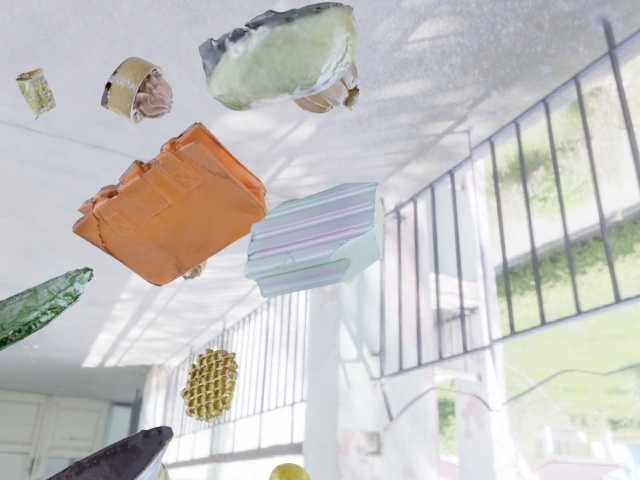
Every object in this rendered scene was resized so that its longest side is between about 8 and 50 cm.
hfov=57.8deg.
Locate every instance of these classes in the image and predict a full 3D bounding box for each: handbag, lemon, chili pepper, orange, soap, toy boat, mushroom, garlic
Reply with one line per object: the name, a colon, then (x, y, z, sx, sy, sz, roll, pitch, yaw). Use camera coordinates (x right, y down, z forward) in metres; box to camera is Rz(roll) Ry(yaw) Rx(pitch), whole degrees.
handbag: (-0.356, -0.074, 1.410, 0.410, 0.116, 0.303, -30, 128, 19)
lemon: (-0.077, 0.636, 1.505, 0.133, 0.109, 0.109, 27, 147, -22)
chili pepper: (-0.401, 0.096, 0.755, 0.227, 0.059, 0.088, -31, 153, -10)
orange: (-0.406, 0.035, 1.780, 0.160, 0.112, 0.170, 49, 150, -6)
soap: (0.000, 0.000, 0.949, 0.231, 0.145, 0.091, -13, 138, 20)
toy boat: (-0.299, 0.326, 0.722, 0.136, 0.079, 0.392, 35, -166, 13)
mushroom: (-0.069, -0.286, 0.961, 0.248, 0.129, 0.344, -11, -169, -36)
garlic: (0.008, -0.474, 1.708, 0.191, 0.160, 0.214, 37, 169, -28)

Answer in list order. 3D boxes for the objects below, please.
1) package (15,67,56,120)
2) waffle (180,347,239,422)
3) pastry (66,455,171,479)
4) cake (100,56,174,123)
package: (-0.755, -0.394, 1.544, 0.031, 0.108, 0.120, -6, 121, 14)
waffle: (-0.271, 0.355, 1.425, 0.191, 0.191, 0.038, -13, 145, 28)
pastry: (-0.398, 0.502, 1.088, 0.236, 0.120, 0.257, -27, 136, -1)
cake: (-0.532, -0.433, 1.756, 0.178, 0.185, 0.207, 36, 123, -5)
